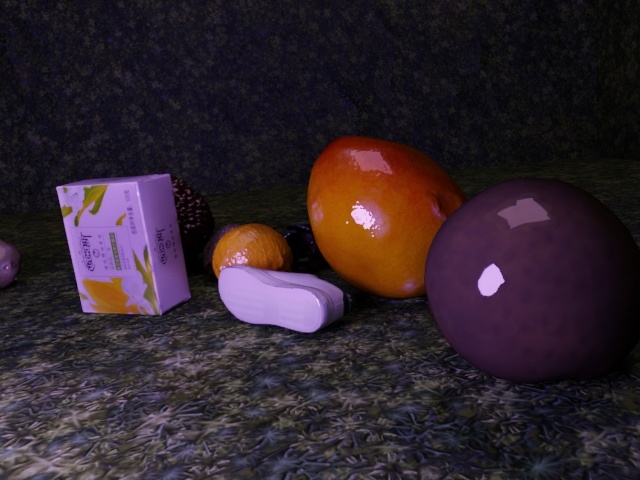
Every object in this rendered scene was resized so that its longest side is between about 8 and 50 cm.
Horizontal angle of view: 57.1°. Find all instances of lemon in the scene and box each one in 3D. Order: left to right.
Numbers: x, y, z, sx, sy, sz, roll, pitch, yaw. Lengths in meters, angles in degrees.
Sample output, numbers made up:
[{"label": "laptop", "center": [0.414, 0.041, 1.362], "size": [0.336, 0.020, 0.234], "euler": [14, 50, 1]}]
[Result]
[{"label": "lemon", "center": [-0.132, 0.036, 1.185], "size": [0.187, 0.142, 0.142], "euler": [-9, 11, -44]}]

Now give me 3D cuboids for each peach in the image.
[{"label": "peach", "center": [0.120, -0.048, 1.077], "size": [0.289, 0.307, 0.289], "euler": [-19, 19, 7]}]

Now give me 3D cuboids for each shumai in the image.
[{"label": "shumai", "center": [-0.200, 0.033, 1.353], "size": [0.116, 0.145, 0.145], "euler": [35, -4, -22]}]

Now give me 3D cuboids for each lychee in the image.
[{"label": "lychee", "center": [-0.377, -0.041, 1.448], "size": [0.272, 0.271, 0.271], "euler": [-5, 11, 1]}]

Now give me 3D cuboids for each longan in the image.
[{"label": "longan", "center": [0.256, 0.052, 0.706], "size": [0.258, 0.257, 0.258], "euler": [-5, 11, 1]}]

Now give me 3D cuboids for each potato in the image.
[{"label": "potato", "center": [-0.832, 0.051, 1.417], "size": [0.235, 0.160, 0.177], "euler": [12, 54, 14]}]

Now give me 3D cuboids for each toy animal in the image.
[{"label": "toy animal", "center": [0.005, 0.000, 1.353], "size": [0.219, 0.116, 0.180], "euler": [-6, 10, 34]}]

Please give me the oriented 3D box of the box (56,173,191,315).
[{"label": "box", "center": [-0.377, 0.008, 1.141], "size": [0.195, 0.260, 0.111], "euler": [-2, 16, 23]}]

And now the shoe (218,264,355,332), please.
[{"label": "shoe", "center": [-0.060, 0.095, 1.006], "size": [0.265, 0.094, 0.110], "euler": [13, 16, 43]}]
